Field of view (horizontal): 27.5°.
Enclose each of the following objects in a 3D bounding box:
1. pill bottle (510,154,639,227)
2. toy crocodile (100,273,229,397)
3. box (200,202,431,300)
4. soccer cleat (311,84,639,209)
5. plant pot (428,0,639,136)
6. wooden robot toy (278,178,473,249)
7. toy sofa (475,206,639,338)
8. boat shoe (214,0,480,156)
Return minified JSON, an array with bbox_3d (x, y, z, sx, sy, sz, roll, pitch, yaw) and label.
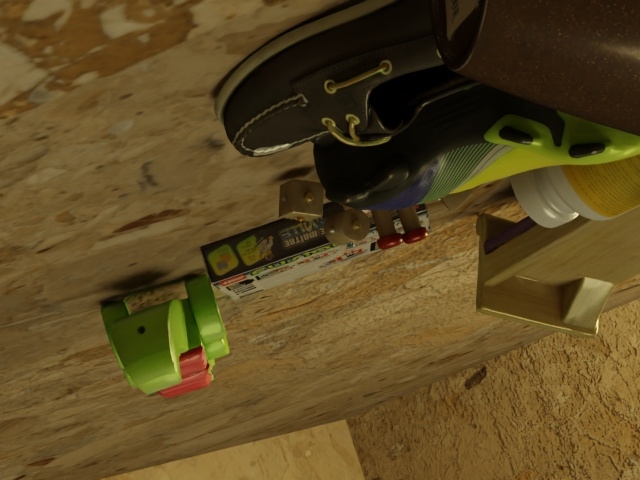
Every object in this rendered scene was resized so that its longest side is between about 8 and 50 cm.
[{"bbox_3d":[0.250,-0.078,1.082,0.103,0.103,0.184,-5,162,-47],"label":"pill bottle"},{"bbox_3d":[-0.151,0.114,1.339,0.115,0.105,0.340,-17,168,-6],"label":"toy crocodile"},{"bbox_3d":[0.000,0.000,1.220,0.207,0.036,0.114,-19,168,2],"label":"box"},{"bbox_3d":[0.123,-0.083,0.822,0.289,0.093,0.121,-13,-179,40],"label":"soccer cleat"},{"bbox_3d":[0.170,-0.126,0.577,0.230,0.215,0.215,-2,165,-9],"label":"plant pot"},{"bbox_3d":[0.038,-0.027,1.090,0.173,0.076,0.079,-11,177,-29],"label":"wooden robot toy"},{"bbox_3d":[0.301,-0.040,1.300,0.150,0.177,0.362,13,157,-18],"label":"toy sofa"},{"bbox_3d":[0.032,-0.095,0.754,0.227,0.069,0.081,-26,160,31],"label":"boat shoe"}]
